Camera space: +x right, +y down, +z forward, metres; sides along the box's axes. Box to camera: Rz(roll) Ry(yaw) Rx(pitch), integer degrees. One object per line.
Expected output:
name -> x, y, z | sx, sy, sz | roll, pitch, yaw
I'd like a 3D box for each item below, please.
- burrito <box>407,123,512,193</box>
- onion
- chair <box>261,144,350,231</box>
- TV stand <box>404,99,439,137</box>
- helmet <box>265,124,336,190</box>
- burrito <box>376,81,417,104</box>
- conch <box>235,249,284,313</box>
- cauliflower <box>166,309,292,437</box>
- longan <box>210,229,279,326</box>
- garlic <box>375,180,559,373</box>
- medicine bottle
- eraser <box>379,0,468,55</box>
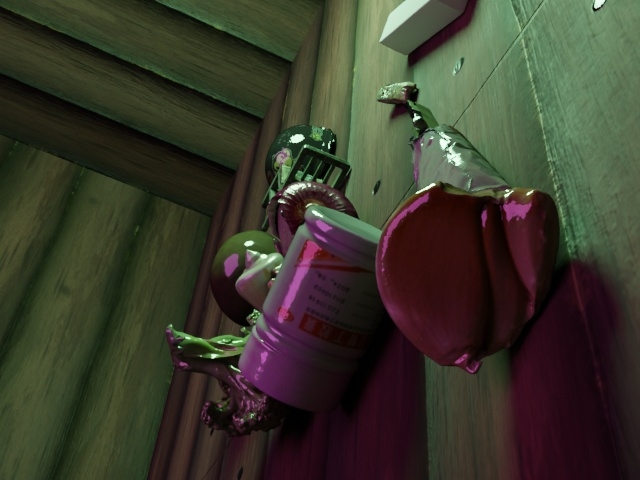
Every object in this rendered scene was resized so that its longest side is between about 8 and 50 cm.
burrito -> 0.201, -0.089, 1.291 | 0.445, 0.101, 0.139 | -98, 19, -64
onion -> -0.005, -0.026, 1.792 | 0.207, 0.200, 0.200 | 45, 115, 49
chair -> -0.041, -0.141, 2.194 | 0.147, 0.136, 0.270 | -94, 28, -57
TV stand -> 0.196, -0.222, 1.639 | 0.249, 0.036, 0.042 | -98, 31, -64
helmet -> -0.070, -0.228, 2.392 | 0.279, 0.160, 0.230 | -94, 27, -58
burrito -> 0.168, -0.324, 1.889 | 0.051, 0.042, 0.171 | -58, 16, -1
conch -> -0.052, 0.107, 1.679 | 0.158, 0.255, 0.127 | -22, 29, 52
cauliflower -> -0.162, 0.275, 1.770 | 0.327, 0.281, 0.260 | -89, -4, -75
longan -> -0.176, 0.098, 2.186 | 0.248, 0.248, 0.248 | -158, 90, -76
garlic -> 0.176, 0.041, 1.058 | 0.110, 0.217, 0.228 | 4, -86, -70
medicine bottle -> 0.007, 0.118, 1.496 | 0.202, 0.202, 0.316 | -121, 53, -73
eraser -> 0.224, -0.491, 1.857 | 0.078, 0.076, 0.298 | -70, 15, -11
